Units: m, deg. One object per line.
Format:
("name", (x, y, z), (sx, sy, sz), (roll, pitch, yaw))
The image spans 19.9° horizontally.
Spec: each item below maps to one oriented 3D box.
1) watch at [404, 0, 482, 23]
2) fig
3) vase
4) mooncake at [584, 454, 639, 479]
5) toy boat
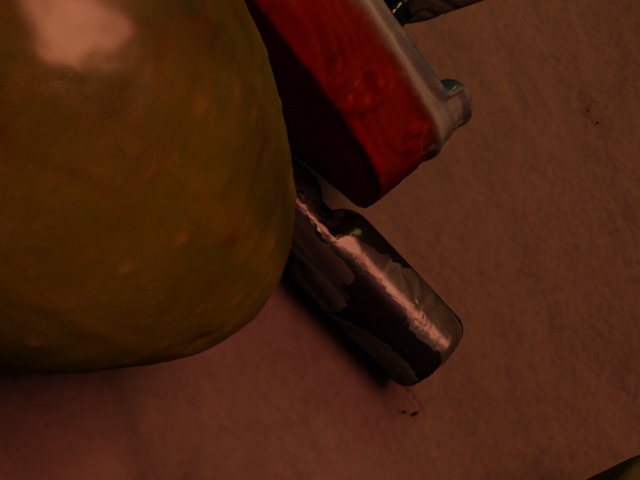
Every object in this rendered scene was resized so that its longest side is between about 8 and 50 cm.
("watch", (0.002, -0.293, 1.170), (0.305, 0.241, 0.274), (31, 37, -30))
("fig", (-0.134, -0.056, 0.892), (0.326, 0.258, 0.258), (36, 47, -43))
("vase", (0.000, 0.000, 1.120), (0.211, 0.060, 0.060), (46, 45, -15))
("mooncake", (0.212, 0.272, 1.133), (0.275, 0.135, 0.275), (22, 53, -32))
("toy boat", (0.000, -0.147, 1.037), (0.133, 0.145, 0.332), (-52, 138, -13))
